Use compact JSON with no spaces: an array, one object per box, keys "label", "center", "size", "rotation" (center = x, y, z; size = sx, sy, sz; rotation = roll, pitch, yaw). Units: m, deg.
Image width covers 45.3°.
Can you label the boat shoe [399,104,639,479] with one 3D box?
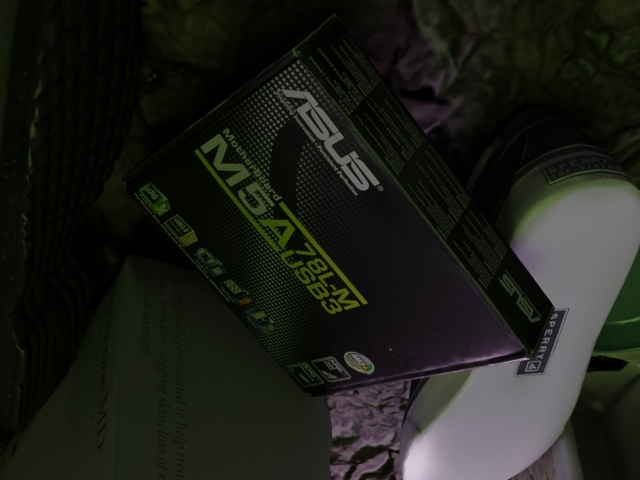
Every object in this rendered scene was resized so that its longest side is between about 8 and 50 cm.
[{"label":"boat shoe","center":[0.111,0.055,0.512],"size":[0.108,0.102,0.301],"rotation":[-1,128,-11]}]

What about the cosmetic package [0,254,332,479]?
[{"label":"cosmetic package","center":[-0.151,0.215,0.588],"size":[0.156,0.217,0.385],"rotation":[16,132,-27]}]

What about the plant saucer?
[{"label":"plant saucer","center":[0.216,0.034,0.544],"size":[0.119,0.021,0.119],"rotation":[0,132,0]}]

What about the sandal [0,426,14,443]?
[{"label":"sandal","center":[-0.343,0.192,0.653],"size":[0.097,0.054,0.254],"rotation":[29,128,-24]}]

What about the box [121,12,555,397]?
[{"label":"box","center":[0.000,0.000,0.428],"size":[0.190,0.045,0.184],"rotation":[51,142,-15]}]

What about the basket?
[{"label":"basket","center":[0.210,0.167,0.578],"size":[0.113,0.167,0.103],"rotation":[11,138,-9]}]

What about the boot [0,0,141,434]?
[{"label":"boot","center":[-0.237,-0.046,0.423],"size":[0.223,0.118,0.338],"rotation":[23,118,1]}]
